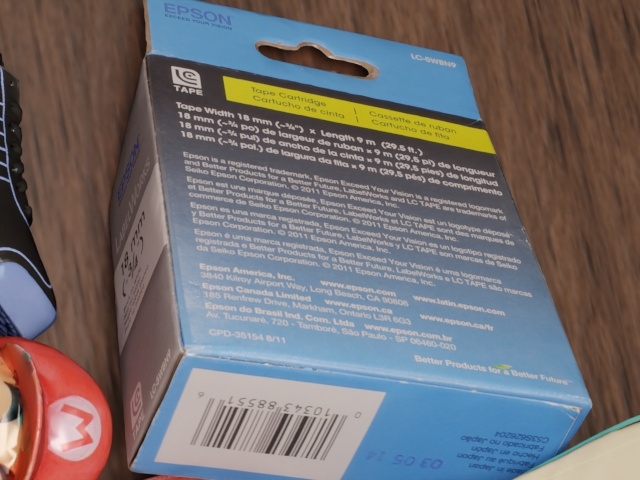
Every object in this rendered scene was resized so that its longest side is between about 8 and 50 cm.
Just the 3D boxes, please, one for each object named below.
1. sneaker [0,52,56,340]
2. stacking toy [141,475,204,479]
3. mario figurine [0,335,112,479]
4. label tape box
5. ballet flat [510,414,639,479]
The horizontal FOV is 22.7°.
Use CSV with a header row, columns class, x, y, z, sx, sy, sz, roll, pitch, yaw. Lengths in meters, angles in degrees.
class,x,y,z,sx,sy,sz,roll,pitch,yaw
sneaker,-0.207,-0.053,0.951,0.090,0.081,0.232,-31,88,-21
stacking toy,-0.070,0.305,0.873,0.280,0.130,0.309,-31,71,-28
mario figurine,-0.267,0.090,0.828,0.321,0.198,0.170,6,33,-14
label tape box,0.000,0.000,0.984,0.241,0.106,0.333,10,39,-19
ballet flat,0.102,0.166,0.855,0.248,0.086,0.086,-21,84,-11
